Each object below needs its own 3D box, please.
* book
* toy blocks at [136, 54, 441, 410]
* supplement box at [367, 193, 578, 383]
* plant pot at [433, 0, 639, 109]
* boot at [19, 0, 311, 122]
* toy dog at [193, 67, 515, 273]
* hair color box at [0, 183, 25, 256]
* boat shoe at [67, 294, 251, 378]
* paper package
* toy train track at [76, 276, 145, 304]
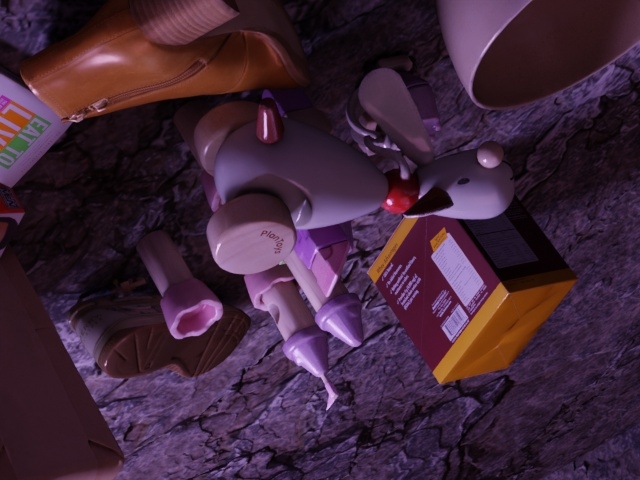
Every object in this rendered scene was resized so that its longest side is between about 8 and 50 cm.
[{"bbox_3d":[-0.307,-0.114,1.479,0.096,0.035,0.144,-42,150,10],"label":"book"},{"bbox_3d":[0.000,0.000,1.728,0.309,0.260,0.288,-15,148,-29],"label":"toy blocks"},{"bbox_3d":[0.194,0.047,2.075,0.129,0.194,0.191,-9,144,-38],"label":"supplement box"},{"bbox_3d":[0.217,-0.288,1.539,0.284,0.191,0.284,-28,162,-10],"label":"plant pot"},{"bbox_3d":[-0.144,-0.170,1.505,0.211,0.104,0.295,-25,165,15],"label":"boot"},{"bbox_3d":[0.033,-0.085,1.516,0.334,0.220,0.161,-22,153,-30],"label":"toy dog"},{"bbox_3d":[-0.370,-0.016,1.553,0.141,0.043,0.072,-5,141,-43],"label":"hair color box"},{"bbox_3d":[-0.185,0.101,1.900,0.104,0.089,0.285,-57,155,14],"label":"boat shoe"},{"bbox_3d":[-0.390,0.213,1.617,0.168,0.309,0.325,-7,144,-44],"label":"paper package"},{"bbox_3d":[-0.244,0.057,1.836,0.083,0.014,0.048,-21,162,-9],"label":"toy train track"}]
